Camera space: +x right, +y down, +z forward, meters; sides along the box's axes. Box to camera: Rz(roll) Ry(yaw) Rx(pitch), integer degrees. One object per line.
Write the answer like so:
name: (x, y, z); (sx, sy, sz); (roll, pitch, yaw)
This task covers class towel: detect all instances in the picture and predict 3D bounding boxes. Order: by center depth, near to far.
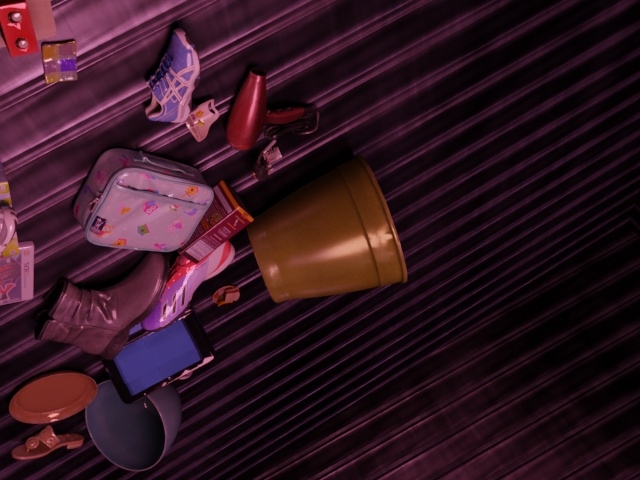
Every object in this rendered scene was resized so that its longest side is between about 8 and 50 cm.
towel: (-0.468, -0.320, 1.181); (0.060, 0.009, 0.083); (-15, 143, -31)

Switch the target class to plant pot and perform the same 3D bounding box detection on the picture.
plant pot: (0.000, 0.000, 1.764); (0.353, 0.366, 0.366); (-20, 147, -1)
plant pot: (-0.761, 0.441, 1.876); (0.236, 0.032, 0.236); (-19, 142, -16)
plant pot: (-0.541, 0.526, 2.018); (0.290, 0.290, 0.195); (-51, 171, 23)

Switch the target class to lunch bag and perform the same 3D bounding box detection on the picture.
lunch bag: (-0.391, -0.086, 1.466); (0.279, 0.108, 0.224); (9, 127, -48)

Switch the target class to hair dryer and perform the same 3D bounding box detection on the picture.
hair dryer: (-0.123, -0.287, 1.511); (0.223, 0.080, 0.293); (-48, 155, -10)

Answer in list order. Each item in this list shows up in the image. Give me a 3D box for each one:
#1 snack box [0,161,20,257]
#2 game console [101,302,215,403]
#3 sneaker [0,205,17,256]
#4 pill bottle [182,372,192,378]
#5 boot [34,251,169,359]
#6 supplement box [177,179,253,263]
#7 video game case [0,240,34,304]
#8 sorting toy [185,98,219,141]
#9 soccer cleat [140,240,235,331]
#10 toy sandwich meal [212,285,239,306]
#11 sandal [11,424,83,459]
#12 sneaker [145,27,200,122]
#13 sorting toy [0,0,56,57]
snack box: (-0.695, -0.043, 1.280); (0.175, 0.070, 0.207); (-15, 142, -28)
game console: (-0.471, 0.275, 1.809); (0.293, 0.173, 0.250); (-28, 148, -13)
sneaker: (-0.680, 0.020, 1.245); (0.132, 0.086, 0.228); (14, 114, -45)
pill bottle: (-0.410, 0.341, 2.024); (0.094, 0.094, 0.169); (-3, 136, -41)
boot: (-0.540, 0.140, 1.625); (0.223, 0.118, 0.338); (29, 97, -38)
supplement box: (-0.276, -0.044, 1.631); (0.188, 0.104, 0.081); (-37, 148, 4)
video game case: (-0.740, 0.085, 1.450); (0.201, 0.023, 0.183); (-11, 141, -33)
sorting toy: (-0.255, -0.270, 1.418); (0.075, 0.045, 0.083); (-35, 148, -14)
soccer cleat: (-0.361, 0.098, 1.707); (0.318, 0.109, 0.116); (-46, 145, -13)
toy sandwich meal: (-0.283, 0.168, 1.974); (0.086, 0.029, 0.085); (-24, 146, -17)
sandal: (-0.833, 0.604, 2.022); (0.240, 0.088, 0.079); (9, 97, -57)
sneaker: (-0.291, -0.313, 1.286); (0.081, 0.080, 0.211); (-15, 142, -34)
sorting toy: (-0.537, -0.376, 0.967); (0.257, 0.089, 0.255); (-20, 145, -23)
